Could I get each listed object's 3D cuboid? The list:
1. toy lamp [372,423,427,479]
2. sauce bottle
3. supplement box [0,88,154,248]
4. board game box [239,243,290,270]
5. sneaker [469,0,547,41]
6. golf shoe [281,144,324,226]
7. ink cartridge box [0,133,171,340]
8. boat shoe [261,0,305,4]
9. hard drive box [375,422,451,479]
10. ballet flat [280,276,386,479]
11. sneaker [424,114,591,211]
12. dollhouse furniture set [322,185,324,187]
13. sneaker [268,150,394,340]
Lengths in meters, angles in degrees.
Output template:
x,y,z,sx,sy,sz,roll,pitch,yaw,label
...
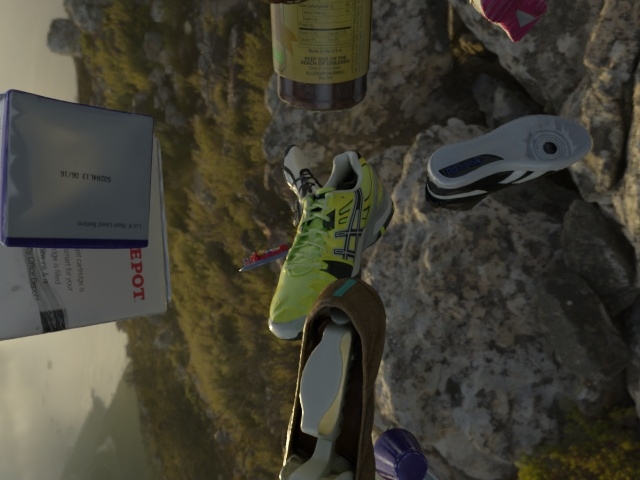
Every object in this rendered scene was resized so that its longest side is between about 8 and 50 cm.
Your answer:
x,y,z,sx,sy,sz,roll,pitch,yaw,label
0.094,0.318,0.908,0.274,0.080,0.080,174,92,-77,toy lamp
0.002,-0.306,0.556,0.111,0.111,0.345,44,143,45,sauce bottle
-0.250,-0.056,0.498,0.219,0.111,0.114,5,92,45,supplement box
-0.129,0.032,1.419,0.133,0.168,0.033,-30,81,62,board game box
0.298,-0.432,0.973,0.103,0.252,0.111,-47,65,18,sneaker
-0.027,-0.127,1.297,0.093,0.077,0.198,-7,99,49,golf shoe
-0.445,-0.015,0.844,0.166,0.394,0.286,20,113,59,ink cartridge box
-0.062,-0.308,0.355,0.110,0.104,0.308,-15,109,38,boat shoe
0.191,0.446,0.957,0.232,0.089,0.181,46,176,-11,hard drive box
0.008,0.212,0.636,0.116,0.124,0.343,10,93,21,ballet flat
0.245,-0.100,0.779,0.121,0.216,0.079,82,176,-70,sneaker
0.002,-0.093,1.470,0.091,0.114,0.081,-3,73,56,dollhouse furniture set
0.000,0.000,0.957,0.145,0.385,0.147,-7,129,33,sneaker
